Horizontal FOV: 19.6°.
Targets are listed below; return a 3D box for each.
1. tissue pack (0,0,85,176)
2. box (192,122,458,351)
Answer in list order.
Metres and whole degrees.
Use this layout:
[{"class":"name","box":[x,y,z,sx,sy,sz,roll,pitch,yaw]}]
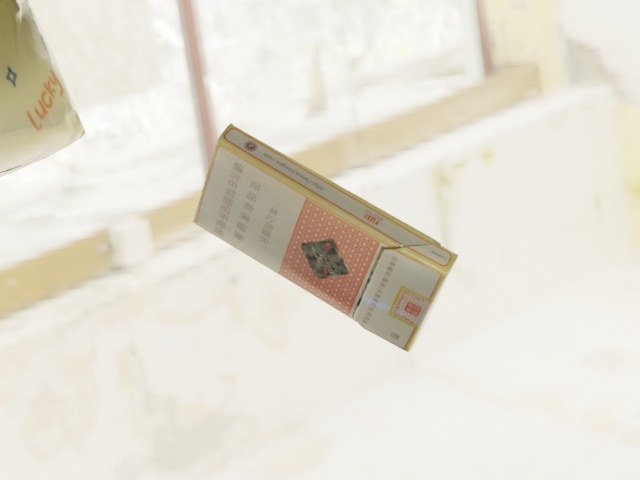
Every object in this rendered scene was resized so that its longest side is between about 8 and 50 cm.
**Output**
[{"class":"tissue pack","box":[-0.205,-0.080,0.791,0.092,0.148,0.196,-22,-175,30]},{"class":"box","box":[0.000,0.000,0.587,0.083,0.046,0.012,31,-129,8]}]
